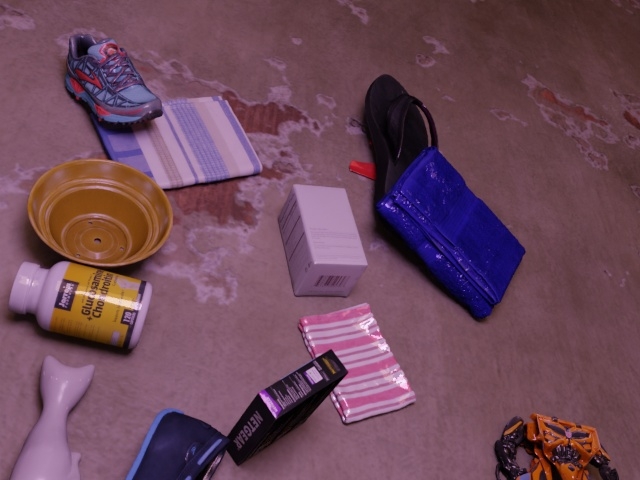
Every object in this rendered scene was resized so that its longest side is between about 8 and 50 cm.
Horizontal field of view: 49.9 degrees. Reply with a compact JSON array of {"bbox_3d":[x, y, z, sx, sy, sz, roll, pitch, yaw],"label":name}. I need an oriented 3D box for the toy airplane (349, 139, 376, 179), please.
[{"bbox_3d":[0.138,-0.164,1.498,0.151,0.028,0.151,15,48,-17],"label":"toy airplane"}]

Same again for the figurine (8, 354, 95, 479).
[{"bbox_3d":[-0.402,0.227,0.872,0.215,0.092,0.209,12,44,-17],"label":"figurine"}]

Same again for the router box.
[{"bbox_3d":[-0.051,0.235,0.963,0.133,0.179,0.046,-24,68,-38],"label":"router box"}]

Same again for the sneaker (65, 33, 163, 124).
[{"bbox_3d":[-0.387,-0.299,1.252,0.262,0.125,0.104,32,41,29],"label":"sneaker"}]

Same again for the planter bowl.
[{"bbox_3d":[-0.352,-0.023,1.099,0.217,0.090,0.217,13,48,-15],"label":"planter bowl"}]

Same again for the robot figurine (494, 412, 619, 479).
[{"bbox_3d":[0.386,0.398,1.085,0.211,0.085,0.291,14,43,-1],"label":"robot figurine"}]

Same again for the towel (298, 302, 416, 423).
[{"bbox_3d":[0.061,0.200,1.152,0.144,0.029,0.197,-9,57,-31],"label":"towel"}]

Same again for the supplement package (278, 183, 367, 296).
[{"bbox_3d":[0.000,0.000,1.239,0.105,0.105,0.179,3,52,-23],"label":"supplement package"}]

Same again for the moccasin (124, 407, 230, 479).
[{"bbox_3d":[-0.194,0.353,0.820,0.117,0.137,0.342,16,48,0],"label":"moccasin"}]

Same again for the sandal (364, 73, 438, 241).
[{"bbox_3d":[0.194,-0.197,1.466,0.168,0.107,0.445,23,48,-31],"label":"sandal"}]

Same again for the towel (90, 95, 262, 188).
[{"bbox_3d":[-0.271,-0.185,1.318,0.285,0.034,0.209,-15,62,-32],"label":"towel"}]

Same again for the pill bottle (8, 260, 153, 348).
[{"bbox_3d":[-0.345,0.089,0.999,0.184,0.103,0.103,15,47,-14],"label":"pill bottle"}]

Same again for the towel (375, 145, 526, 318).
[{"bbox_3d":[0.269,-0.025,1.342,0.308,0.076,0.227,47,52,-8],"label":"towel"}]
